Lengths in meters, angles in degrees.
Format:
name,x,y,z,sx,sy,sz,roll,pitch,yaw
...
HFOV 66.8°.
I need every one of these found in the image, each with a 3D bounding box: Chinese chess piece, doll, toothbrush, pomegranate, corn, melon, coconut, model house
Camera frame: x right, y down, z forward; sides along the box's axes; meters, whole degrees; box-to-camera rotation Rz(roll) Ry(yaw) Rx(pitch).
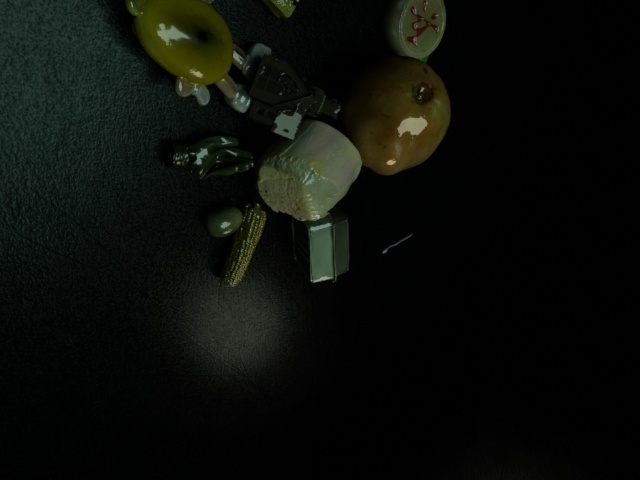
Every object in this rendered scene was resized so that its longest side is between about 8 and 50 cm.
name,x,y,z,sx,sy,sz,roll,pitch,yaw
Chinese chess piece,0.330,-0.768,1.717,0.250,0.103,0.249,-19,125,-30
doll,-0.293,-0.521,1.289,0.348,0.161,0.423,-59,141,-28
toothbrush,0.361,0.011,2.269,0.193,0.013,0.019,-30,137,-24
pomegranate,0.241,-0.428,1.664,0.412,0.412,0.410,-21,127,-31
corn,-0.267,0.017,1.670,0.097,0.097,0.319,10,109,-44
melon,-0.314,-0.063,1.574,0.131,0.098,0.097,-31,132,-30
coconut,-0.031,-0.235,1.562,0.309,0.298,0.297,-52,140,-32
model house,-0.066,-0.395,1.421,0.211,0.244,0.204,-33,145,-81

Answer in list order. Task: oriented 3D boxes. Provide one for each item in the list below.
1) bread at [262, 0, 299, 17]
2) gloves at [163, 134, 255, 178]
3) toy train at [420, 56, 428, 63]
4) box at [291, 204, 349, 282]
name,x,y,z,sx,sy,sz,roll,pitch,yaw
bread,-0.179,-0.769,1.286,0.361,0.077,0.138,32,91,-47
gloves,-0.328,-0.249,1.447,0.269,0.107,0.135,2,106,-23
toy train,0.373,-0.659,1.861,0.044,0.042,0.209,3,113,-43
box,0.000,0.000,1.803,0.166,0.220,0.290,-15,124,-19
